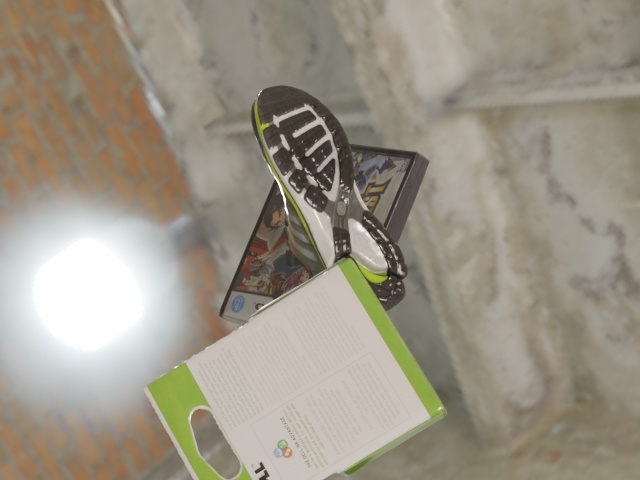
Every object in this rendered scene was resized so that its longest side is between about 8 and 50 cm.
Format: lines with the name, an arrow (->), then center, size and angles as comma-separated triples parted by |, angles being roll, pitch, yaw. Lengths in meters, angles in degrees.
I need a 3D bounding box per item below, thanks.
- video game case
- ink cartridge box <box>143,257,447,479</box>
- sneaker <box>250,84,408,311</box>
video game case -> 0.000, 0.000, 1.991 | 0.035, 0.274, 0.248 | 30, -13, -40
ink cartridge box -> -0.025, 0.165, 1.569 | 0.188, 0.255, 0.097 | 59, 1, 12
sneaker -> -0.012, -0.042, 1.807 | 0.121, 0.111, 0.299 | -21, -86, 58
